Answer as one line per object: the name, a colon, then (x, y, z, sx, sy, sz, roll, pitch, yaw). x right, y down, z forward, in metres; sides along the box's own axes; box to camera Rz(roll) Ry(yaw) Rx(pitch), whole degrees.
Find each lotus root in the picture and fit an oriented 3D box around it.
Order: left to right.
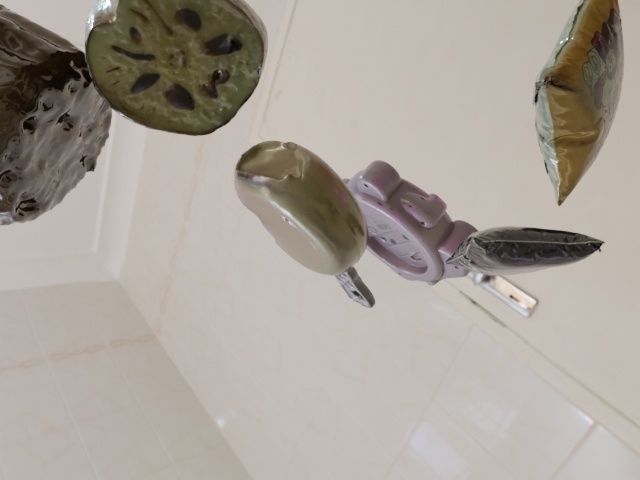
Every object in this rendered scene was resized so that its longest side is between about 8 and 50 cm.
lotus root: (-0.214, -0.322, 0.753, 0.250, 0.346, 0.251, -8, -47, -9)

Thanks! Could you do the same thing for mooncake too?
mooncake: (-0.491, -0.193, 0.801, 0.324, 0.187, 0.324, -62, 1, 2)

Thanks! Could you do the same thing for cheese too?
cheese: (0.000, 0.000, 0.630, 0.082, 0.163, 0.286, -48, -45, -17)

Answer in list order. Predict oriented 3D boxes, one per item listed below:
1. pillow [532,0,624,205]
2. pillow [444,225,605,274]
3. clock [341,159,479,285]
pillow: (0.484, -0.273, 0.919, 0.310, 0.119, 0.312, -59, -40, -23)
pillow: (0.234, 0.015, 0.607, 0.208, 0.141, 0.055, 37, -129, -79)
clock: (0.181, -0.036, 1.139, 0.322, 0.295, 0.113, 42, -109, -12)
